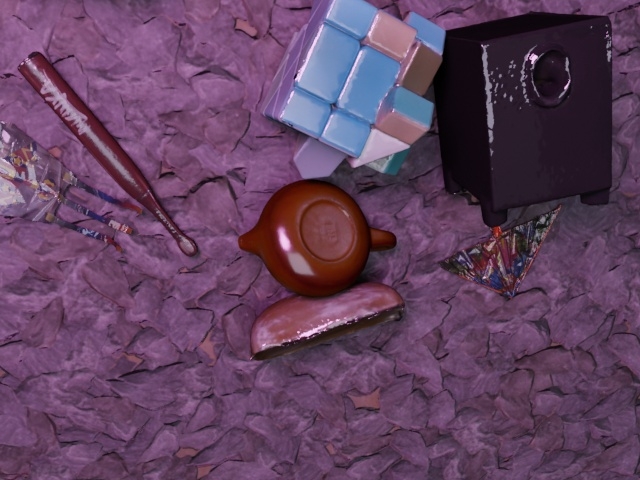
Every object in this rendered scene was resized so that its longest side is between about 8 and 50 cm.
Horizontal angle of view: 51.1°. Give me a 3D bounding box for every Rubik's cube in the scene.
[{"bbox_3d":[0.051,-0.194,0.909,0.212,0.224,0.265,23,98,-18],"label":"Rubik's cube"}]

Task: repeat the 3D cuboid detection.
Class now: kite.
[{"bbox_3d":[0.313,0.015,1.141,0.232,0.009,0.189,-22,111,-3],"label":"kite"},{"bbox_3d":[-0.389,-0.066,0.982,0.245,0.015,0.141,27,104,-14],"label":"kite"}]

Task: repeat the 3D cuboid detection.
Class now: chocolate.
[{"bbox_3d":[0.004,0.117,1.063,0.261,0.161,0.083,-16,75,-8],"label":"chocolate"}]

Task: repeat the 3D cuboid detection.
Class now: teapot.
[{"bbox_3d":[0.000,0.000,1.028,0.251,0.135,0.178,2,80,-29],"label":"teapot"}]

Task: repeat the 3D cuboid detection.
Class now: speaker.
[{"bbox_3d":[0.280,-0.178,0.946,0.184,0.232,0.254,-12,111,-4],"label":"speaker"}]

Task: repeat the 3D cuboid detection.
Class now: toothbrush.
[{"bbox_3d":[-0.295,-0.114,0.970,0.040,0.041,0.364,-36,112,4],"label":"toothbrush"}]
